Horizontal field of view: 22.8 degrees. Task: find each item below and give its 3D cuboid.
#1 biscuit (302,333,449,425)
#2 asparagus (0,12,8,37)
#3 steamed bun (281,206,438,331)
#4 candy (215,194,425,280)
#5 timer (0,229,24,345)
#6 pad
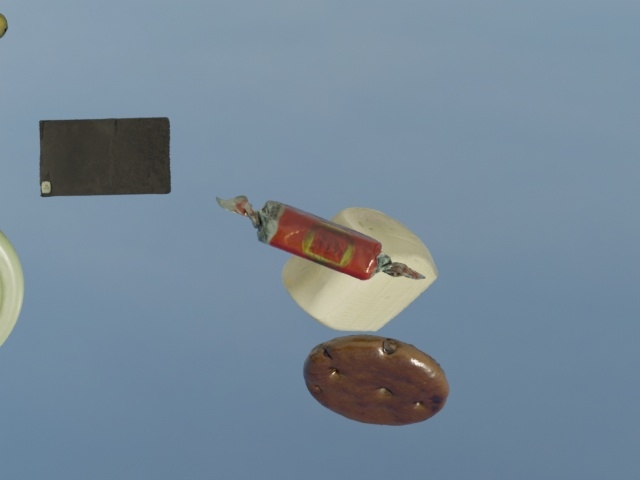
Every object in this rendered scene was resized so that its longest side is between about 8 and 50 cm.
[{"bbox_3d":[0.075,0.199,2.198,0.212,0.212,0.036,0,-128,15],"label":"biscuit"},{"bbox_3d":[-0.468,-0.288,2.156,0.045,0.041,0.178,-26,-165,-24],"label":"asparagus"},{"bbox_3d":[0.062,0.039,2.606,0.250,0.200,0.155,15,-145,-55],"label":"steamed bun"},{"bbox_3d":[0.000,0.001,2.052,0.292,0.059,0.086,20,-176,-4],"label":"candy"},{"bbox_3d":[-0.614,0.017,2.366,0.291,0.290,0.315,-17,-148,-15],"label":"timer"},{"bbox_3d":[-0.315,-0.122,2.325,0.193,0.116,0.004,-2,174,-2],"label":"pad"}]
